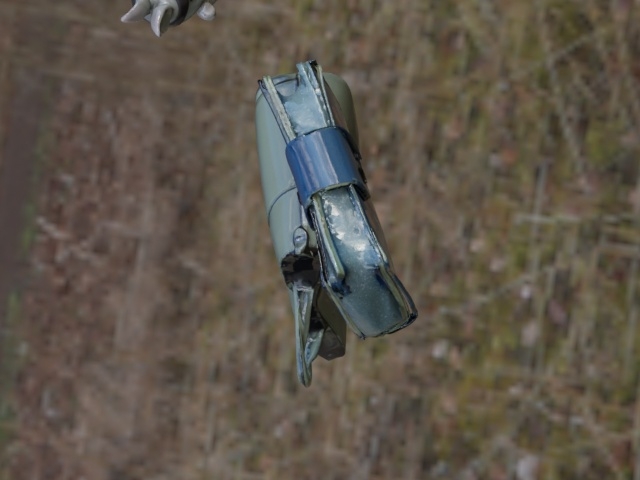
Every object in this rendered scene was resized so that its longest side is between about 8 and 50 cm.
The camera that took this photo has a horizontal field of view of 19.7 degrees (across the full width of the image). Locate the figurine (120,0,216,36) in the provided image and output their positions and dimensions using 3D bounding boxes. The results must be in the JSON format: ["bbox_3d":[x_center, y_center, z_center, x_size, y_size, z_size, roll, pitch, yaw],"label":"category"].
[{"bbox_3d":[-0.121,-0.217,1.454,0.146,0.081,0.098,-60,-27,-76],"label":"figurine"}]

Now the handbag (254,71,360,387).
[{"bbox_3d":[0.000,0.000,1.899,0.241,0.109,0.315,75,-173,-59],"label":"handbag"}]

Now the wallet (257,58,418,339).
[{"bbox_3d":[0.015,-0.033,1.463,0.141,0.059,0.202,53,-163,-63],"label":"wallet"}]
